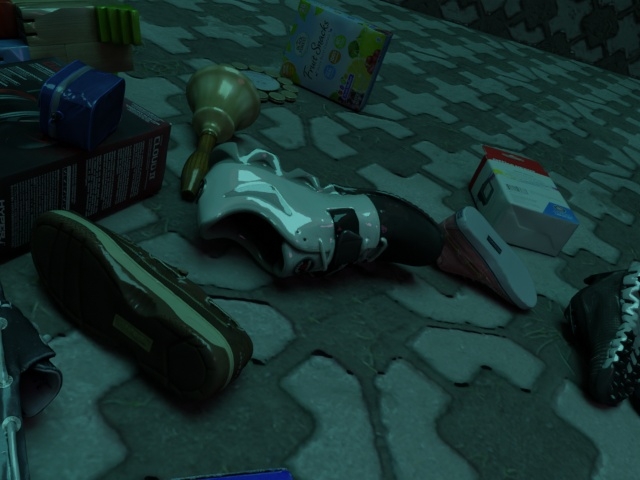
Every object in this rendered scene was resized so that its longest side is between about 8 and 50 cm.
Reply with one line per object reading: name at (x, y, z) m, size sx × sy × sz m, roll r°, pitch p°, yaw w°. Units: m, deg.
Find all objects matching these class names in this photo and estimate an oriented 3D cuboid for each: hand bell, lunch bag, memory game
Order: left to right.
lunch bag at (-0.262, -0.146, 0.612) m, size 0.065 × 0.067 × 0.098 m, roll 21°, pitch 35°, yaw -4°
hand bell at (-0.174, -0.149, 0.862) m, size 0.126 × 0.126 × 0.242 m, roll 15°, pitch 46°, yaw -8°
memory game at (-0.136, -0.337, 1.209) m, size 0.186 × 0.012 × 0.186 m, roll 14°, pitch 34°, yaw -9°

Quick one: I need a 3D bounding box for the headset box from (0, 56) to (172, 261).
headset box at (-0.345, -0.118, 0.690) m, size 0.218 × 0.110 × 0.293 m, roll 31°, pitch 34°, yaw 15°

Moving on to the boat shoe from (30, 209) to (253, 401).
boat shoe at (-0.176, 0.056, 0.565) m, size 0.257 × 0.095 × 0.095 m, roll 38°, pitch 23°, yaw 16°

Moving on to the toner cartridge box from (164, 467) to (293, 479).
toner cartridge box at (-0.025, 0.294, 0.221) m, size 0.075 × 0.165 × 0.348 m, roll 4°, pitch 36°, yaw -23°

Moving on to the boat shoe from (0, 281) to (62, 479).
boat shoe at (-0.251, 0.102, 0.429) m, size 0.102 × 0.108 × 0.301 m, roll 1°, pitch 40°, yaw -27°

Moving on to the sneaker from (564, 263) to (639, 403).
sneaker at (0.381, 0.123, 0.771) m, size 0.106 × 0.078 × 0.234 m, roll -7°, pitch 35°, yaw 44°

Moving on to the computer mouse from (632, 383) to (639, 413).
computer mouse at (0.498, 0.246, 0.684) m, size 0.242 × 0.041 × 0.071 m, roll 31°, pitch 34°, yaw 15°

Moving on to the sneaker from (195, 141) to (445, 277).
sneaker at (0.000, 0.000, 0.724) m, size 0.330 × 0.122 × 0.146 m, roll 16°, pitch 51°, yaw -8°

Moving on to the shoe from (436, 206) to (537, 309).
shoe at (0.233, 0.036, 0.827) m, size 0.178 × 0.081 × 0.063 m, roll 49°, pitch 47°, yaw -9°

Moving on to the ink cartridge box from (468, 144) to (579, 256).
ink cartridge box at (0.361, -0.081, 1.046) m, size 0.134 × 0.078 × 0.231 m, roll 16°, pitch 33°, yaw -9°

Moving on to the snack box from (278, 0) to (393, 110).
snack box at (0.031, -0.410, 1.254) m, size 0.207 × 0.175 × 0.070 m, roll 26°, pitch 30°, yaw 10°

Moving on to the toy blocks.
toy blocks at (-0.468, -0.335, 0.880) m, size 0.260 × 0.191 × 0.381 m, roll -17°, pitch 38°, yaw -31°
